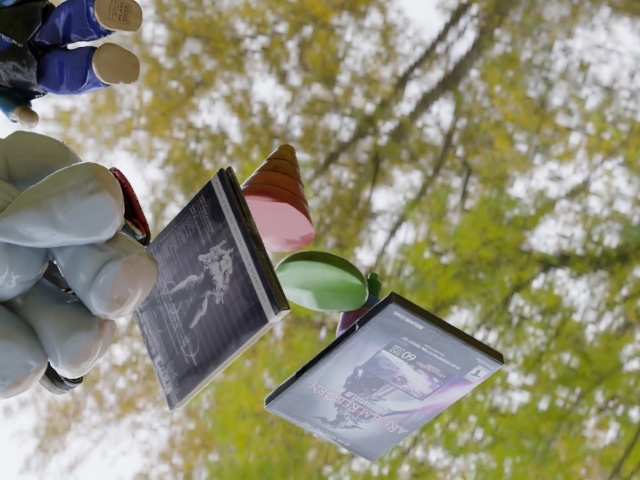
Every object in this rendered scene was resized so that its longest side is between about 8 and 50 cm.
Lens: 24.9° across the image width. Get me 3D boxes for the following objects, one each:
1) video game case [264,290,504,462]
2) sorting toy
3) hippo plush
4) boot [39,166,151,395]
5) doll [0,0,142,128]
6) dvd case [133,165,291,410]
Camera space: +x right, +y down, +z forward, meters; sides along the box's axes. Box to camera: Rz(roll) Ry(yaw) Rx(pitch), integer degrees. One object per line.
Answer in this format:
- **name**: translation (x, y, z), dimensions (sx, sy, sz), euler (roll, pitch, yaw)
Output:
- **video game case**: translation (0.083, 0.191, 1.954), dimensions (0.196, 0.274, 0.026), euler (30, -144, -25)
- **sorting toy**: translation (0.000, 0.000, 1.890), dimensions (0.127, 0.365, 0.126), euler (-5, -126, 28)
- **hippo plush**: translation (-0.323, 0.007, 1.432), dimensions (0.294, 0.234, 0.236), euler (-7, -155, -17)
- **boot**: translation (-0.277, 0.045, 1.672), dimensions (0.179, 0.236, 0.085), euler (-21, 173, 16)
- **doll**: translation (-0.207, -0.147, 1.057), dimensions (0.189, 0.129, 0.046), euler (1, 178, 41)
- **dvd case**: translation (-0.122, 0.052, 1.469), dimensions (0.018, 0.221, 0.164), euler (-4, -118, -41)
